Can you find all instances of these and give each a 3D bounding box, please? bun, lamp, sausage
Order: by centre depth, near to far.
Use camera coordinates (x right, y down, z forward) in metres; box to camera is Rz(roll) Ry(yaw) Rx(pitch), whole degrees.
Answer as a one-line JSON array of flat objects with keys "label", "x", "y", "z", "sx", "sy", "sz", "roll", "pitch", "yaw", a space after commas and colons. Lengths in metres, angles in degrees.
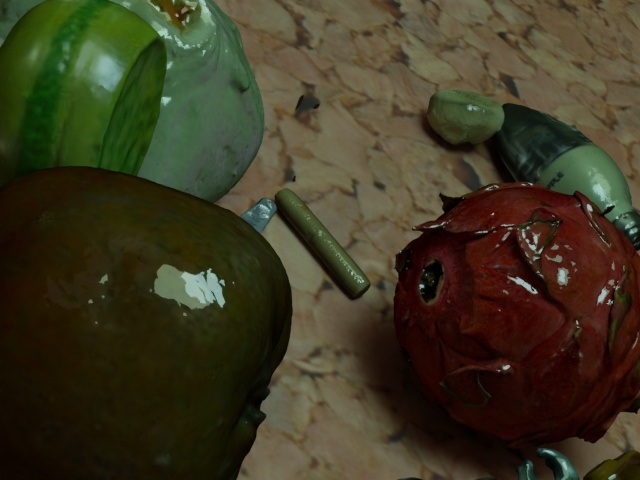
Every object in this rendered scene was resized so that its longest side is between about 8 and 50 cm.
[{"label": "bun", "x": -0.175, "y": -0.162, "z": 1.681, "sx": 0.293, "sy": 0.187, "sz": 0.293, "roll": 19, "pitch": 37, "yaw": -15}, {"label": "sausage", "x": 0.000, "y": 0.000, "z": 1.765, "sx": 0.024, "sy": 0.024, "sz": 0.132, "roll": -15, "pitch": 58, "yaw": -47}, {"label": "lamp", "x": 0.257, "y": -0.067, "z": 1.992, "sx": 0.101, "sy": 0.101, "sz": 0.250, "roll": -2, "pitch": 38, "yaw": -40}, {"label": "bun", "x": 0.153, "y": -0.129, "z": 2.014, "sx": 0.086, "sy": 0.054, "sz": 0.086, "roll": 11, "pitch": 16, "yaw": -3}]

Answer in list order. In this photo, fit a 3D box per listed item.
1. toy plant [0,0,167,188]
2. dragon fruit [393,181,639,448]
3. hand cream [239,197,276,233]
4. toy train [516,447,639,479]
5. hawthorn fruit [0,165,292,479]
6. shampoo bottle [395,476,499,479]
[{"label": "toy plant", "x": -0.294, "y": -0.136, "z": 1.502, "sx": 0.316, "sy": 0.224, "sz": 0.184, "roll": 16, "pitch": -10, "yaw": 8}, {"label": "dragon fruit", "x": 0.184, "y": 0.066, "z": 1.662, "sx": 0.252, "sy": 0.241, "sz": 0.241, "roll": -6, "pitch": 49, "yaw": -24}, {"label": "hand cream", "x": -0.066, "y": -0.012, "z": 1.738, "sx": 0.030, "sy": 0.019, "sz": 0.093, "roll": 38, "pitch": 42, "yaw": 4}, {"label": "toy train", "x": 0.249, "y": 0.341, "z": 1.352, "sx": 0.178, "sy": 0.249, "sz": 0.429, "roll": -35, "pitch": 89, "yaw": -38}, {"label": "hawthorn fruit", "x": -0.177, "y": 0.071, "z": 1.347, "sx": 0.301, "sy": 0.267, "sz": 0.267, "roll": 26, "pitch": 35, "yaw": -4}, {"label": "shampoo bottle", "x": 0.039, "y": 0.256, "z": 1.435, "sx": 0.323, "sy": 0.084, "sz": 0.129, "roll": -13, "pitch": 59, "yaw": -47}]
